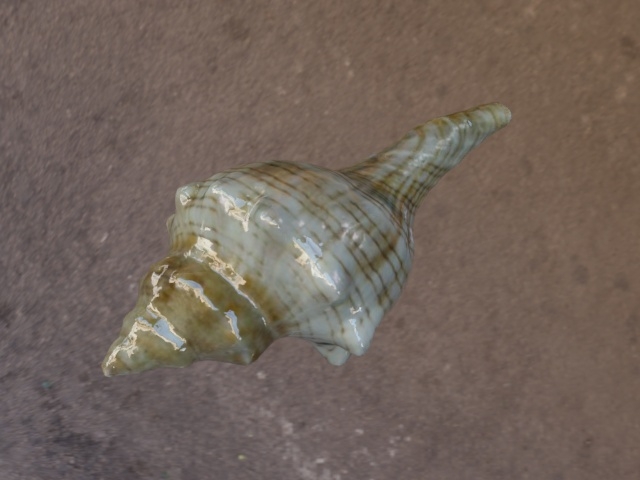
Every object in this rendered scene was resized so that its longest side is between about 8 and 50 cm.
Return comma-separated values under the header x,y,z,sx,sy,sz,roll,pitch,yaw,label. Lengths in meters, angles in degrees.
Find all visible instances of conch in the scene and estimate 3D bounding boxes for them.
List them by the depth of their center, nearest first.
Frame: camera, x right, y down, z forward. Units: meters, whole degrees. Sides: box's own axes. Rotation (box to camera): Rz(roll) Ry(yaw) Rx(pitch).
x,y,z,sx,sy,sz,roll,pitch,yaw,label
0.003,0.013,0.836,0.386,0.203,0.169,-16,89,-28,conch
